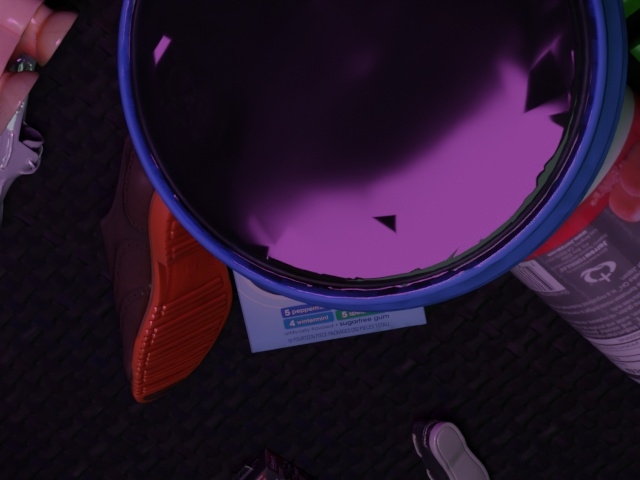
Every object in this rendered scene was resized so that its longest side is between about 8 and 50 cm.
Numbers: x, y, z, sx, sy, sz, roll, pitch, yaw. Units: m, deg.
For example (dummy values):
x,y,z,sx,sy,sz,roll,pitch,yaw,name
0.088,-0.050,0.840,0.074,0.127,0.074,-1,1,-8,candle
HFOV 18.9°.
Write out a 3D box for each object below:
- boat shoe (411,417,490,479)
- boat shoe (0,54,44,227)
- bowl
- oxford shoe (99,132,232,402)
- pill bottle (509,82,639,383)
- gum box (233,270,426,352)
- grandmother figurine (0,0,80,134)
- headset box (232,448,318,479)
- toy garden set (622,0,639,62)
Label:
x,y,z,sx,sy,sz,roll,pitch,yaw,name
0.121,0.213,1.787,0.046,0.038,0.125,-49,128,-23,boat shoe
-0.258,-0.082,1.573,0.063,0.066,0.184,6,112,-6,boat shoe
0.032,-0.138,1.435,0.391,0.077,0.391,1,96,11,bowl
-0.137,0.022,1.635,0.097,0.098,0.271,-23,140,-38,oxford shoe
0.275,0.014,1.590,0.176,0.176,0.318,-41,116,20,pill bottle
0.000,0.000,1.646,0.157,0.041,0.184,-10,122,4,gum box
-0.362,-0.210,1.442,0.342,0.208,0.104,33,152,-10,grandmother figurine
-0.044,0.238,1.796,0.083,0.032,0.062,33,114,-20,headset box
0.313,-0.230,1.520,0.204,0.049,0.244,-38,116,21,toy garden set
